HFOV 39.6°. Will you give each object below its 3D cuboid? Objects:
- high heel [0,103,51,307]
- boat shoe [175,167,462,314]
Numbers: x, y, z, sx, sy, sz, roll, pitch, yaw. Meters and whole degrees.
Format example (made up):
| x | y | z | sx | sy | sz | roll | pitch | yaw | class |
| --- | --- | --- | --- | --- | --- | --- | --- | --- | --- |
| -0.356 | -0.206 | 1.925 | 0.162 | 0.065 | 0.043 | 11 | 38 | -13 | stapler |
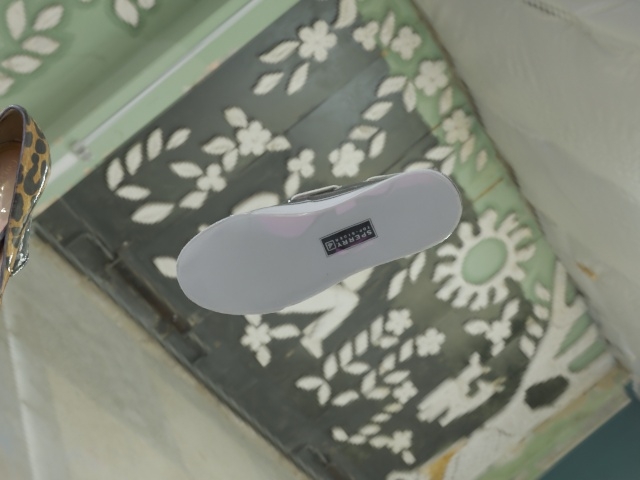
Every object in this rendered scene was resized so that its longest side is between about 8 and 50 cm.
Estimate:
| x | y | z | sx | sy | sz | roll | pitch | yaw | class |
| --- | --- | --- | --- | --- | --- | --- | --- | --- | --- |
| -0.291 | 0.015 | 0.701 | 0.093 | 0.186 | 0.261 | 18 | 39 | -4 | high heel |
| 0.000 | 0.000 | 0.680 | 0.070 | 0.219 | 0.077 | -74 | 148 | -82 | boat shoe |
